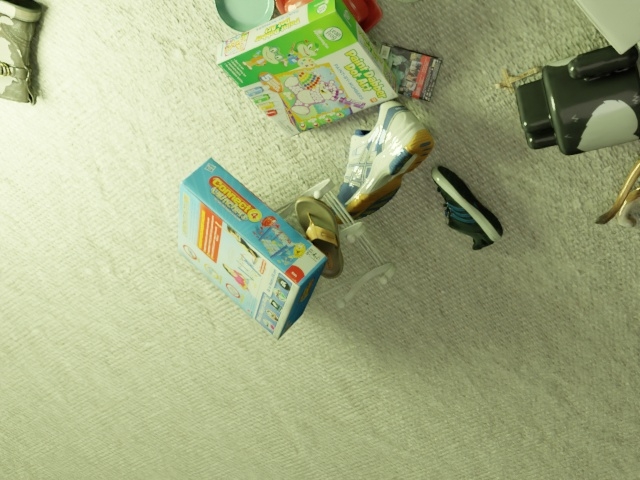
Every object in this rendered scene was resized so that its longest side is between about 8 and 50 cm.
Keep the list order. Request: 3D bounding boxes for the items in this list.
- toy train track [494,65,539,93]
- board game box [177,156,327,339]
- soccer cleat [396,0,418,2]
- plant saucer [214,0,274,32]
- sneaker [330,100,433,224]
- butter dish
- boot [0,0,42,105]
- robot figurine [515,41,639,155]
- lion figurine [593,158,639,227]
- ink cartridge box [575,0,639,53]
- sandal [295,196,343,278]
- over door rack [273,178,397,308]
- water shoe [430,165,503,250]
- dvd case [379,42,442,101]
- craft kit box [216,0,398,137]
[{"bbox_3d":[0.366,-0.302,1.411,0.083,0.014,0.048,-21,111,21],"label":"toy train track"},{"bbox_3d":[-0.150,0.027,1.532,0.302,0.086,0.308,41,153,9],"label":"board game box"},{"bbox_3d":[0.143,-0.569,1.283,0.116,0.143,0.332,4,100,47],"label":"soccer cleat"},{"bbox_3d":[-0.143,-0.457,1.444,0.119,0.021,0.120,6,117,11],"label":"plant saucer"},{"bbox_3d":[0.102,-0.153,1.513,0.296,0.111,0.131,-47,67,38],"label":"sneaker"},{"bbox_3d":[0.006,-0.415,1.377,0.160,0.118,0.160,-32,105,26],"label":"butter dish"},{"bbox_3d":[-0.699,-0.409,1.559,0.262,0.091,0.229,22,119,-1],"label":"boot"},{"bbox_3d":[0.489,-0.244,1.319,0.278,0.209,0.174,-13,100,19],"label":"robot figurine"},{"bbox_3d":[0.716,-0.102,1.366,0.391,0.142,0.240,9,111,13],"label":"lion figurine"},{"bbox_3d":[0.475,-0.435,1.192,0.168,0.233,0.171,44,117,-13],"label":"ink cartridge box"},{"bbox_3d":[0.000,0.000,1.432,0.072,0.049,0.180,-8,115,19],"label":"sandal"},{"bbox_3d":[-0.032,0.030,1.565,0.324,0.108,0.240,-21,112,46],"label":"over door rack"},{"bbox_3d":[0.278,-0.059,1.524,0.203,0.073,0.080,45,120,-11],"label":"water shoe"},{"bbox_3d":[0.164,-0.321,1.449,0.119,0.013,0.087,15,119,4],"label":"dvd case"},{"bbox_3d":[-0.019,-0.311,1.393,0.246,0.061,0.250,-20,145,24],"label":"craft kit box"}]
